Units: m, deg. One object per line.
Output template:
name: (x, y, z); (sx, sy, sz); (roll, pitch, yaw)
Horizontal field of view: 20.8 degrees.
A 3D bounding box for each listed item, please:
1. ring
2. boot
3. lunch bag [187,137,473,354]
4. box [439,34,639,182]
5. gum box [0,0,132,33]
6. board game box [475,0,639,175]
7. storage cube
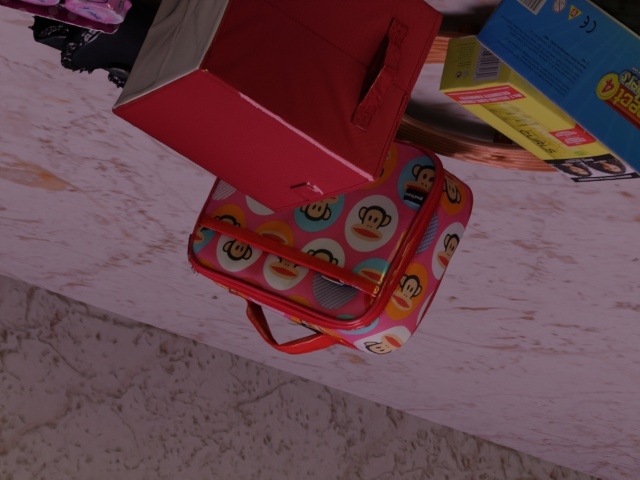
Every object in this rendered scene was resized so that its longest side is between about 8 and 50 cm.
ring: (0.168, -0.146, 1.774); (0.336, 0.032, 0.336); (12, 163, 4)
boot: (-0.150, -0.189, 1.754); (0.246, 0.094, 0.207); (7, 168, 40)
lunch bag: (0.000, 0.000, 1.915); (0.293, 0.258, 0.120); (20, 170, 38)
box: (0.217, -0.124, 1.646); (0.087, 0.058, 0.232); (-2, 158, 42)
gum box: (-0.253, -0.263, 1.558); (0.188, 0.107, 0.062); (14, 164, -5)
board game box: (0.325, -0.082, 1.476); (0.302, 0.086, 0.308); (26, -165, -39)
storage cube: (-0.042, -0.158, 1.566); (0.193, 0.184, 0.215); (32, 158, -24)
